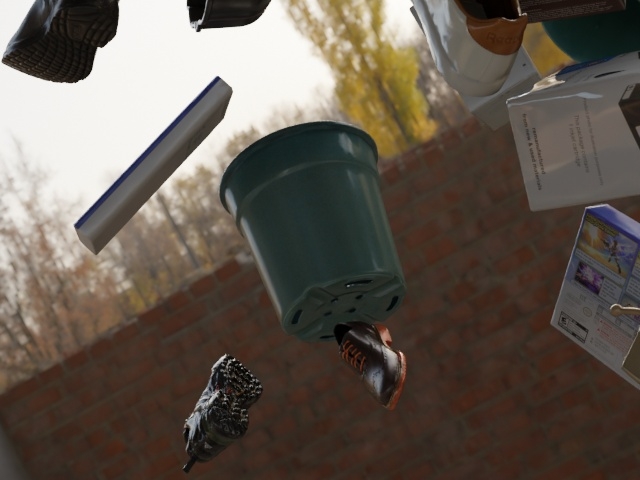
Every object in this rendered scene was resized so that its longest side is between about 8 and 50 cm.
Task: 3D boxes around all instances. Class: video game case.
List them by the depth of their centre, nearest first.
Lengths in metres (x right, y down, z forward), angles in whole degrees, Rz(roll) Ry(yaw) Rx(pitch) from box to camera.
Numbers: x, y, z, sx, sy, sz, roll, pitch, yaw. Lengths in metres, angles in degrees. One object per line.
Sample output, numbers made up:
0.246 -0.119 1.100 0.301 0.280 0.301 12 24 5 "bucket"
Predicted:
0.533 0.105 1.799 0.061 0.244 0.269 -12 35 -34 "video game case"

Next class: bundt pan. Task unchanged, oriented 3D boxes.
-0.135 -0.500 1.724 0.124 0.331 0.331 2 -9 -17 "bundt pan"

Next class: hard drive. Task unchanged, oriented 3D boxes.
-0.267 -0.116 1.697 0.319 0.040 0.210 -49 3 -12 "hard drive"

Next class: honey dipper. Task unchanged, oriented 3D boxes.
0.470 0.102 1.457 0.030 0.030 0.160 -29 18 -37 "honey dipper"

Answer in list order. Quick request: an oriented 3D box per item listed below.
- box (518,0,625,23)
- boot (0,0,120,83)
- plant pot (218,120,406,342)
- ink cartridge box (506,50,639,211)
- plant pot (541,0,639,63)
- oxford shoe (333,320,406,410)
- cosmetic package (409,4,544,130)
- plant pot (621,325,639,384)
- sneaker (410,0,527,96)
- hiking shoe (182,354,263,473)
0.345 -0.457 1.641 0.191 0.143 0.381 -3 -4 24 "box"
-0.349 -0.366 1.519 0.118 0.223 0.338 17 -18 -33 "boot"
0.000 0.000 2.100 0.341 0.334 0.341 -14 -30 -8 "plant pot"
0.492 -0.176 1.420 0.394 0.166 0.285 -8 13 32 "ink cartridge box"
0.621 -0.503 2.124 0.235 0.293 0.293 -58 10 -17 "plant pot"
0.080 0.215 1.846 0.271 0.098 0.097 -124 52 -72 "oxford shoe"
0.293 -0.339 1.914 0.138 0.224 0.224 -32 -13 17 "cosmetic package"
0.511 0.176 1.589 0.109 0.096 0.109 -67 -17 8 "plant pot"
0.134 -0.294 1.072 0.105 0.290 0.123 -13 -27 -24 "sneaker"
-0.154 0.245 1.525 0.114 0.086 0.227 -44 7 14 "hiking shoe"
